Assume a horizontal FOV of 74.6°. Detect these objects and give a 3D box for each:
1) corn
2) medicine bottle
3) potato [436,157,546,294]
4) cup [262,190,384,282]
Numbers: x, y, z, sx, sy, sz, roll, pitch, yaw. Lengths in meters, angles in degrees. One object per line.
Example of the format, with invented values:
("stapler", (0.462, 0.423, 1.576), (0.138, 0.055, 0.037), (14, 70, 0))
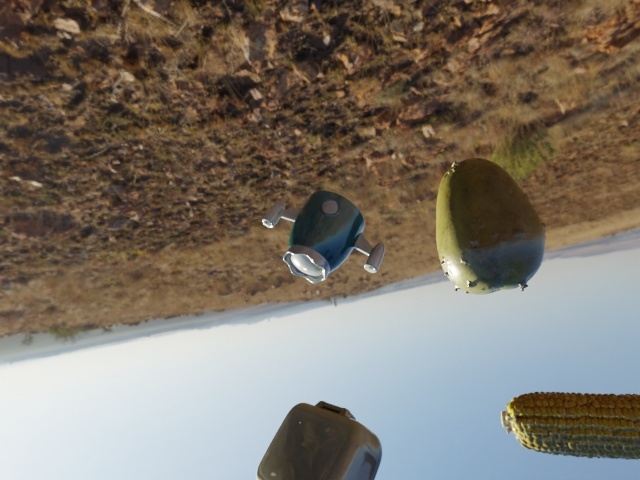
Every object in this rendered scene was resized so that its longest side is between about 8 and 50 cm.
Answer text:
("corn", (0.354, 0.233, 0.531), (0.238, 0.080, 0.080), (-10, 173, 29))
("medicine bottle", (-0.015, 0.542, 1.023), (0.123, 0.282, 0.375), (38, 155, -14))
("potato", (0.435, -0.042, 1.091), (0.269, 0.360, 0.219), (1, 164, -5))
("cup", (0.000, 0.000, 0.988), (0.299, 0.173, 0.168), (24, 148, 12))
